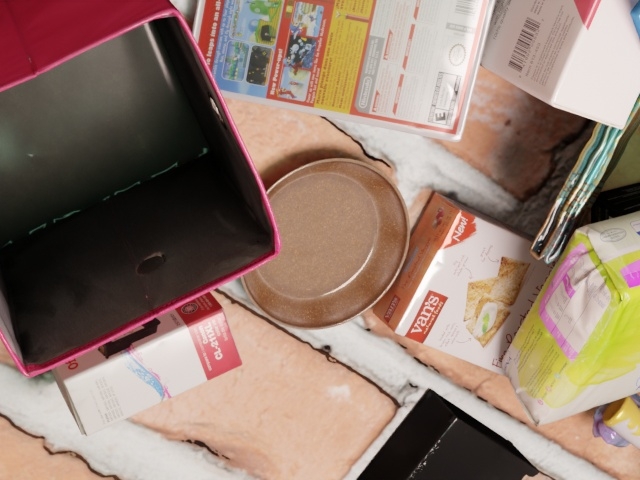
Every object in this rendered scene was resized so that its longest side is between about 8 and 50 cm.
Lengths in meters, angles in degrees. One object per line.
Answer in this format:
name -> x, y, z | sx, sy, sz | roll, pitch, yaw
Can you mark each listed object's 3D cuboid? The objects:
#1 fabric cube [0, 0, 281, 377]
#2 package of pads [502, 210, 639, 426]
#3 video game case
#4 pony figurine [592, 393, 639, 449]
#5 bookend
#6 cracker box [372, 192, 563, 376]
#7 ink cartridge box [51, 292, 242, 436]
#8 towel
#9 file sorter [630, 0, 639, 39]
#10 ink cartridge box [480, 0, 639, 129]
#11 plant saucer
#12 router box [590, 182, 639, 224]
fabric cube -> -0.218, -0.085, 1.360 | 0.259, 0.258, 0.254 | -26, 119, -5
package of pads -> 0.335, 0.075, 1.619 | 0.229, 0.101, 0.296 | -15, 151, -21
video game case -> 0.022, -0.221, 1.496 | 0.285, 0.025, 0.204 | 11, 109, -5
pony figurine -> 0.510, 0.269, 1.866 | 0.363, 0.303, 0.351 | 40, 96, -13
bookend -> 0.148, 0.284, 1.809 | 0.157, 0.072, 0.156 | 34, 97, -32
cracker box -> 0.195, 0.061, 1.724 | 0.232, 0.067, 0.155 | 22, 100, -29
ink cartridge box -> -0.186, 0.110, 1.549 | 0.175, 0.127, 0.072 | -24, 119, -13
towel -> 0.336, -0.148, 1.619 | 0.040, 0.271, 0.370 | 29, 101, 11
file sorter -> 0.386, -0.223, 1.402 | 0.170, 0.104, 0.118 | -52, 144, -9
ink cartridge box -> 0.235, -0.236, 1.522 | 0.100, 0.237, 0.172 | 15, 105, -31
plant saucer -> 0.000, 0.000, 1.638 | 0.198, 0.036, 0.198 | -9, 115, -20
router box -> 0.422, -0.031, 1.756 | 0.179, 0.133, 0.046 | -13, 116, -18
